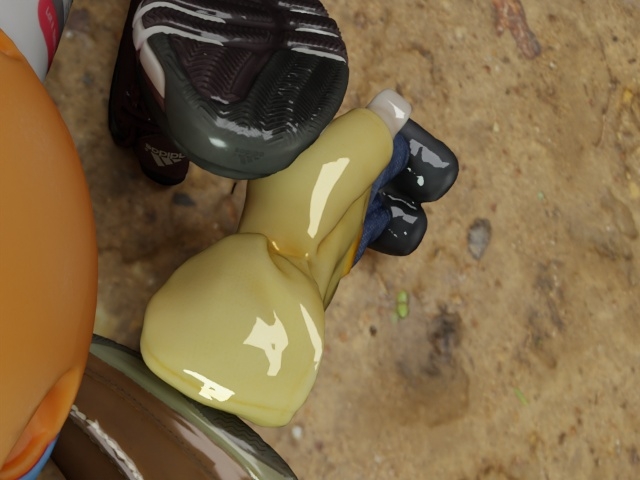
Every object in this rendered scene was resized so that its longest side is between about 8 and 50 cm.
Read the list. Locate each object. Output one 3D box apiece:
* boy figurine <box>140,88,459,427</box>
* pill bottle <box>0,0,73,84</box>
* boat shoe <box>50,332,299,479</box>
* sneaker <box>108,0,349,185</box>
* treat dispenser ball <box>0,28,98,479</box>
[{"bbox_3d":[0.000,0.000,0.526,0.092,0.177,0.285,30,26,6],"label":"boy figurine"},{"bbox_3d":[-0.202,-0.231,0.532,0.176,0.176,0.319,22,60,-22],"label":"pill bottle"},{"bbox_3d":[-0.052,0.188,0.485,0.324,0.122,0.120,47,57,-5],"label":"boat shoe"},{"bbox_3d":[-0.067,-0.077,0.539,0.106,0.162,0.281,10,35,-18],"label":"sneaker"},{"bbox_3d":[-0.228,0.014,0.344,0.288,0.288,0.288,12,64,-27],"label":"treat dispenser ball"}]
